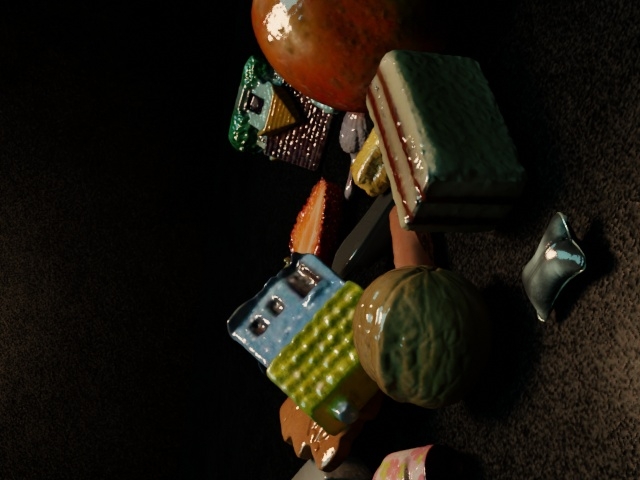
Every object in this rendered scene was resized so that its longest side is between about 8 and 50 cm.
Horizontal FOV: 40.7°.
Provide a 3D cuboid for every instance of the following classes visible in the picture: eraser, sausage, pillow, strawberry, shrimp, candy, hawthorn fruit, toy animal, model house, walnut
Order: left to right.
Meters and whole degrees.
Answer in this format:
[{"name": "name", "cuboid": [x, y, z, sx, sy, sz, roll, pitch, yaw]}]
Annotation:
[{"name": "model house", "cuboid": [-0.068, -0.321, 2.279, 0.249, 0.230, 0.280, 37, 120, 42]}, {"name": "eraser", "cuboid": [-0.005, 0.522, 1.752, 0.352, 0.111, 0.077, 122, 150, -47]}, {"name": "strawberry", "cuboid": [0.000, 0.000, 2.035, 0.286, 0.106, 0.188, -67, 25, 17]}, {"name": "model house", "cuboid": [0.017, 0.201, 1.580, 0.237, 0.215, 0.303, -46, 40, -7]}, {"name": "hawthorn fruit", "cuboid": [0.051, -0.451, 1.594, 0.403, 0.403, 0.402, -170, 90, -71]}, {"name": "toy animal", "cuboid": [0.089, -0.228, 1.911, 0.195, 0.090, 0.324, -33, -51, -83]}, {"name": "sausage", "cuboid": [0.170, 0.061, 1.533, 0.087, 0.079, 0.326, 75, -171, -50]}, {"name": "walnut", "cuboid": [0.156, 0.149, 1.334, 0.228, 0.228, 0.228, -170, 90, -71]}, {"name": "candy", "cuboid": [0.196, -0.166, 1.392, 0.135, 0.180, 0.320, 117, 151, -46]}, {"name": "shrimp", "cuboid": [0.257, -0.354, 1.577, 0.195, 0.035, 0.147, -119, 45, -64]}, {"name": "pillow", "cuboid": [0.311, 0.036, 1.164, 0.091, 0.055, 0.135, 51, 140, 24]}]

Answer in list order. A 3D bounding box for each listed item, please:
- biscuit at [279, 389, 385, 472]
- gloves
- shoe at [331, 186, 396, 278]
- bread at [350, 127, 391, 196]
[{"name": "biscuit", "cuboid": [0.008, 0.324, 1.700, 0.306, 0.043, 0.284, -19, 39, 49]}, {"name": "gloves", "cuboid": [0.138, 0.403, 1.392, 0.241, 0.126, 0.145, -45, 43, 47]}, {"name": "shoe", "cuboid": [0.122, -0.009, 1.716, 0.241, 0.093, 0.108, -55, 17, -2]}, {"name": "bread", "cuboid": [0.138, -0.192, 1.707, 0.211, 0.083, 0.114, -56, 20, 20]}]
